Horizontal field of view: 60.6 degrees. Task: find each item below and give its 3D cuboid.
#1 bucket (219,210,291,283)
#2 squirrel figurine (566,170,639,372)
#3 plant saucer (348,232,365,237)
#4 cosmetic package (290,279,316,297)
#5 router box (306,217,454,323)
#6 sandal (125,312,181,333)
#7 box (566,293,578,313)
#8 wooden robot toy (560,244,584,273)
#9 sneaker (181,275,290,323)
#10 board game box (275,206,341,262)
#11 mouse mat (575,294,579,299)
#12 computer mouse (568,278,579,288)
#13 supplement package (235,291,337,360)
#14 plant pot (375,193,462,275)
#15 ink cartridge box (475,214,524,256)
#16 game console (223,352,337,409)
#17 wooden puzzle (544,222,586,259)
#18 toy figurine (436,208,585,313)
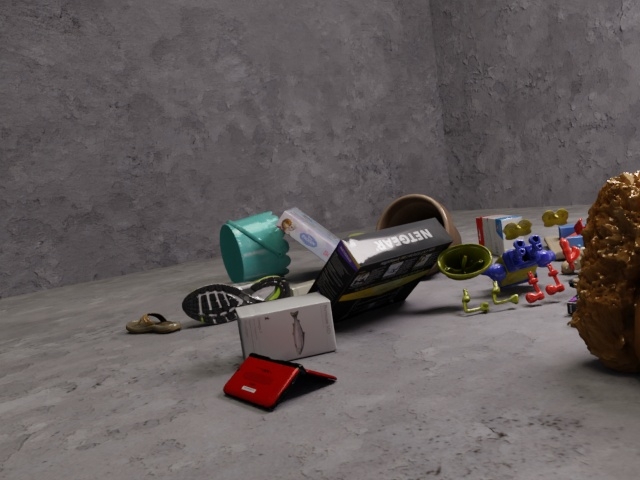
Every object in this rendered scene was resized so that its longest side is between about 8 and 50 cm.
[{"bbox_3d":[-0.251,0.034,2.049,0.182,0.282,0.281,-14,8,-27],"label":"bucket"},{"bbox_3d":[0.499,-0.002,0.717,0.280,0.371,0.396,-11,6,-29],"label":"squirrel figurine"},{"bbox_3d":[0.213,0.039,2.050,0.240,0.037,0.241,13,22,-5],"label":"plant saucer"},{"bbox_3d":[-0.048,0.151,1.650,0.115,0.041,0.060,-11,6,-32],"label":"cosmetic package"},{"bbox_3d":[0.132,0.075,1.279,0.308,0.081,0.243,-12,-33,-38],"label":"router box"},{"bbox_3d":[-0.450,0.220,1.479,0.180,0.049,0.072,-5,6,31],"label":"sandal"},{"bbox_3d":[0.584,0.121,1.113,0.116,0.029,0.162,-1,7,41],"label":"box"},{"bbox_3d":[0.676,0.070,1.448,0.079,0.076,0.173,-45,-13,27],"label":"wooden robot toy"},{"bbox_3d":[-0.239,0.169,1.531,0.299,0.111,0.121,-4,-7,-26],"label":"sneaker"},{"bbox_3d":[0.000,0.000,1.996,0.318,0.066,0.318,36,7,0],"label":"board game box"},{"bbox_3d":[0.593,0.117,1.016,0.152,0.007,0.189,-13,22,-43],"label":"mouse mat"},{"bbox_3d":[0.646,0.076,1.137,0.241,0.041,0.071,-5,7,18],"label":"computer mouse"},{"bbox_3d":[-0.071,0.176,1.096,0.179,0.105,0.105,-10,5,-13],"label":"supplement package"},{"bbox_3d":[0.346,0.000,1.770,0.262,0.263,0.229,-3,-11,40],"label":"plant pot"},{"bbox_3d":[0.634,-0.021,1.945,0.077,0.134,0.231,-9,6,-5],"label":"ink cartridge box"},{"bbox_3d":[-0.069,0.240,0.913,0.144,0.085,0.124,-2,39,49],"label":"game console"},{"bbox_3d":[0.903,-0.013,1.759,0.321,0.081,0.348,-6,6,17],"label":"wooden puzzle"},{"bbox_3d":[0.463,0.089,1.326,0.362,0.191,0.217,-17,-26,-3],"label":"toy figurine"}]
